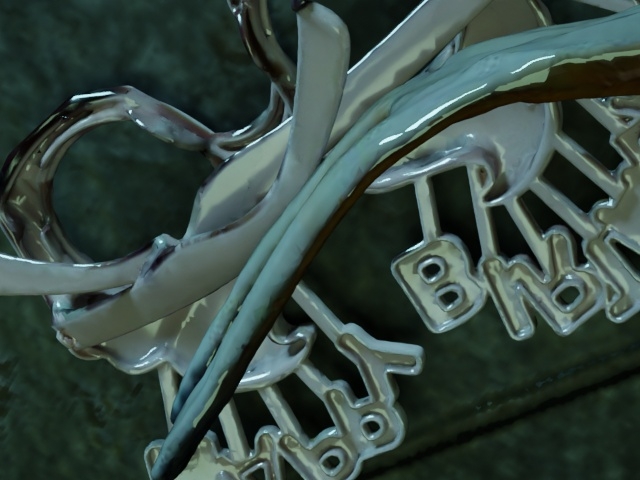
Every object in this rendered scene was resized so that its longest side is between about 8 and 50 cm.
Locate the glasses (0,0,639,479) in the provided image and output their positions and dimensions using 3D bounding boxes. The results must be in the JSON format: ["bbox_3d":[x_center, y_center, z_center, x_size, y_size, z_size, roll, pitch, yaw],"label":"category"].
[{"bbox_3d":[0.006,0.001,0.594,0.162,0.095,0.255,43,119,-17],"label":"glasses"}]

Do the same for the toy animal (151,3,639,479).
[{"bbox_3d":[0.123,-0.049,0.478,0.284,0.225,0.302,13,114,4],"label":"toy animal"}]
